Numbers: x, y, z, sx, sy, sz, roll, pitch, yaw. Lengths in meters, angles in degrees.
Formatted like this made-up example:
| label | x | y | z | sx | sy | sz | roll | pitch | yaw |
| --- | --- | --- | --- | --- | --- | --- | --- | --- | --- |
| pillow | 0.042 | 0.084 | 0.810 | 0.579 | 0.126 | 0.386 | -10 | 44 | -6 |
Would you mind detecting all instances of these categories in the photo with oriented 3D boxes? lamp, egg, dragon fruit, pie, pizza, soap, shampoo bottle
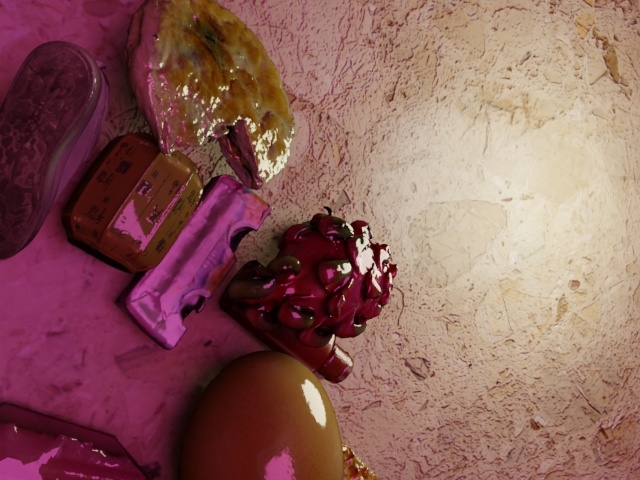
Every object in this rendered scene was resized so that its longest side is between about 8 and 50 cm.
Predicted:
| label | x | y | z | sx | sy | sz | roll | pitch | yaw |
| --- | --- | --- | --- | --- | --- | --- | --- | --- | --- |
| lamp | -0.268 | -0.053 | 1.083 | 0.161 | 0.161 | 0.185 | 36 | 75 | -28 |
| egg | -0.089 | 0.330 | 1.151 | 0.250 | 0.250 | 0.322 | 6 | 83 | -32 |
| dragon fruit | 0.002 | 0.069 | 1.174 | 0.273 | 0.198 | 0.218 | -47 | 159 | -49 |
| pie | -0.156 | -0.236 | 1.114 | 0.338 | 0.075 | 0.337 | 32 | 49 | -46 |
| pizza | 0.024 | 0.414 | 1.338 | 0.182 | 0.062 | 0.161 | -5 | 89 | -30 |
| soap | -0.367 | 0.369 | 1.053 | 0.325 | 0.127 | 0.220 | 26 | 78 | -29 |
| shampoo bottle | -0.048 | 0.149 | 1.278 | 0.260 | 0.064 | 0.102 | 44 | 62 | -26 |

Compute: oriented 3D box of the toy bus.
| label | x | y | z | sx | sy | sz | roll | pitch | yaw |
| --- | --- | --- | --- | --- | --- | --- | --- | --- | --- |
| toy bus | -0.194 | 0.030 | 1.169 | 0.112 | 0.090 | 0.274 | 41 | 72 | -20 |

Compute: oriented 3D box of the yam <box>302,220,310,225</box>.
| label | x | y | z | sx | sy | sz | roll | pitch | yaw |
| --- | --- | --- | --- | --- | --- | --- | --- | --- | --- |
| yam | 0.000 | 0.000 | 1.314 | 0.094 | 0.043 | 0.043 | 39 | 72 | -27 |

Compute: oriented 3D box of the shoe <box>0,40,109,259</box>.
| label | x | y | z | sx | sy | sz | roll | pitch | yaw |
| --- | --- | --- | --- | --- | --- | --- | --- | --- | --- |
| shoe | -0.376 | -0.128 | 1.040 | 0.124 | 0.159 | 0.316 | 33 | 107 | -3 |
